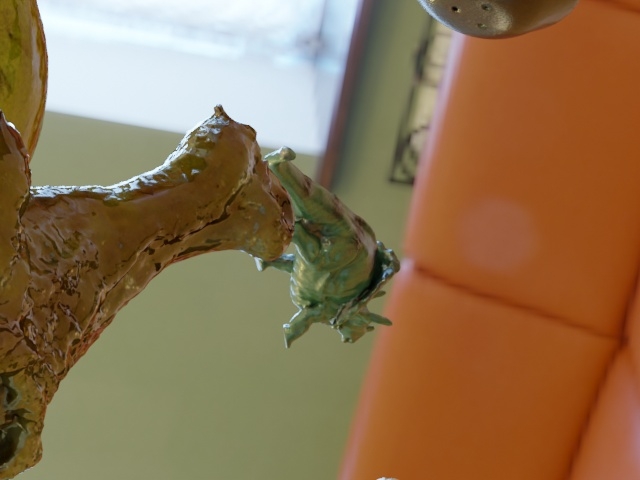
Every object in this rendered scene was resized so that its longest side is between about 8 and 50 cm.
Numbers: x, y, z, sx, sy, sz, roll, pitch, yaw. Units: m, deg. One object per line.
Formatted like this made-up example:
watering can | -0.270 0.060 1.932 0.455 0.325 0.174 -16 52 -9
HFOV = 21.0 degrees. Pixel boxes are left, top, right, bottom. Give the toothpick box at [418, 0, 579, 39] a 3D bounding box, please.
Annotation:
toothpick box | 0.185 -0.344 1.706 0.192 0.192 0.294 120 167 -68

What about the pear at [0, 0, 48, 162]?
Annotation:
pear | -0.401 -0.172 1.756 0.375 0.287 0.287 -59 14 15

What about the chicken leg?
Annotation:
chicken leg | -0.164 0.010 0.932 0.361 0.140 0.211 -46 -33 -36

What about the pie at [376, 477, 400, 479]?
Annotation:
pie | 0.107 0.338 1.333 0.339 0.077 0.339 160 90 -74

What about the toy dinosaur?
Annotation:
toy dinosaur | -0.016 0.007 1.469 0.292 0.120 0.079 49 -159 -49
